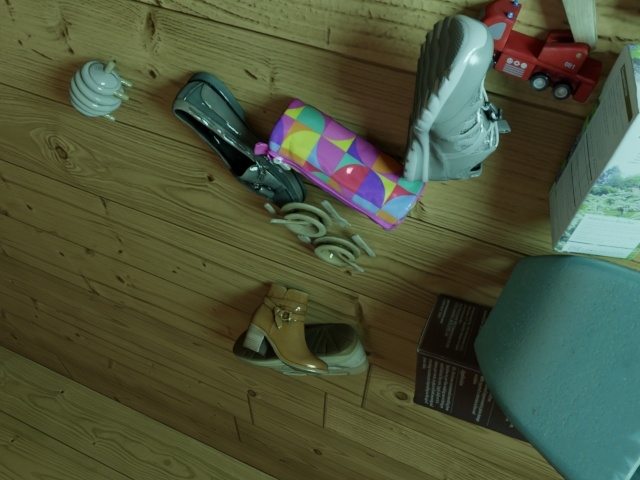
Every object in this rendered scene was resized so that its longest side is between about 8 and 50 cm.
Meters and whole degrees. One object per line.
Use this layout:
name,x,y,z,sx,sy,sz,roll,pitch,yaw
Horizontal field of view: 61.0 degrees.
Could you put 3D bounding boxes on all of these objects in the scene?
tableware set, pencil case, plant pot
tableware set,0.000,0.000,0.924,0.128,0.039,0.194,0,151,35
pencil case,0.030,-0.104,0.779,0.236,0.104,0.104,30,143,0
plant pot,0.352,0.145,0.687,0.248,0.247,0.252,17,-166,-41

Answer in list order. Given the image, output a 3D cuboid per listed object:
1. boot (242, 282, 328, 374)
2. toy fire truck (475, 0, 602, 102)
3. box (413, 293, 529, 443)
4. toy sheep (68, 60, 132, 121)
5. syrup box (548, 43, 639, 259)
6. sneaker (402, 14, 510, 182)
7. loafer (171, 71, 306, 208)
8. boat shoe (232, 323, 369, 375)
boot,-0.051,0.182,1.122,0.197,0.152,0.073,21,165,10
toy fire truck,0.255,-0.213,0.542,0.192,0.047,0.135,25,143,9
box,0.360,0.241,0.923,0.381,0.143,0.191,16,141,21
toy sheep,-0.364,-0.248,0.894,0.091,0.091,0.132,41,128,-13
syrup box,0.323,-0.079,0.567,0.093,0.096,0.237,7,149,8
sneaker,0.162,-0.150,0.617,0.115,0.105,0.281,6,166,6
loafer,-0.130,-0.134,0.862,0.096,0.084,0.267,-16,124,44
boat shoe,-0.054,0.261,1.237,0.341,0.121,0.110,-4,131,35
